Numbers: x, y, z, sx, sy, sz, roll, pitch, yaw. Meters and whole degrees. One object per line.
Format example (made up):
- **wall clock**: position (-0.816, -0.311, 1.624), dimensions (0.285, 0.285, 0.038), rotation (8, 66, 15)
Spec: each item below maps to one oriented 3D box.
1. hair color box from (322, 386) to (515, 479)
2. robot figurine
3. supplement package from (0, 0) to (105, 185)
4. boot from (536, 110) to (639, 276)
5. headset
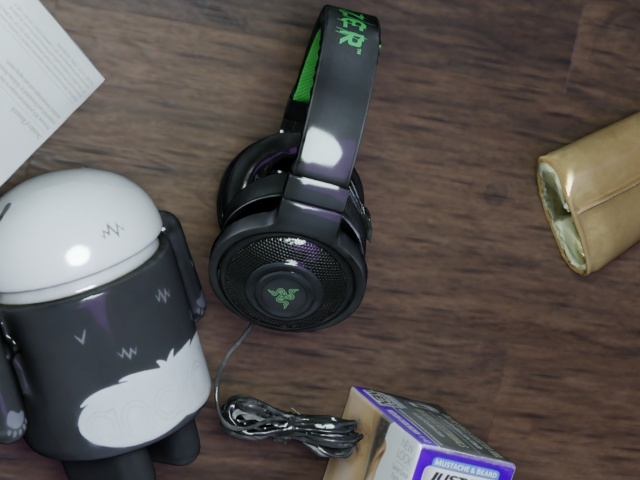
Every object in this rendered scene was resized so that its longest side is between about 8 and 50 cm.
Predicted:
- **hair color box**: position (0.052, 0.326, 1.621), dimensions (0.110, 0.185, 0.339), rotation (16, 96, -21)
- **robot figurine**: position (-0.194, 0.076, 1.483), dimensions (0.173, 0.209, 0.278), rotation (-13, 109, 5)
- **supplement package**: position (-0.350, -0.105, 1.342), dimensions (0.293, 0.177, 0.175), rotation (-47, 152, -5)
- **boot**: position (0.327, -0.123, 1.673), dimensions (0.269, 0.089, 0.236), rotation (-27, 110, -11)
- **headset**: position (0.000, 0.000, 1.499), dimensions (0.185, 0.243, 0.394), rotation (16, 110, -6)
